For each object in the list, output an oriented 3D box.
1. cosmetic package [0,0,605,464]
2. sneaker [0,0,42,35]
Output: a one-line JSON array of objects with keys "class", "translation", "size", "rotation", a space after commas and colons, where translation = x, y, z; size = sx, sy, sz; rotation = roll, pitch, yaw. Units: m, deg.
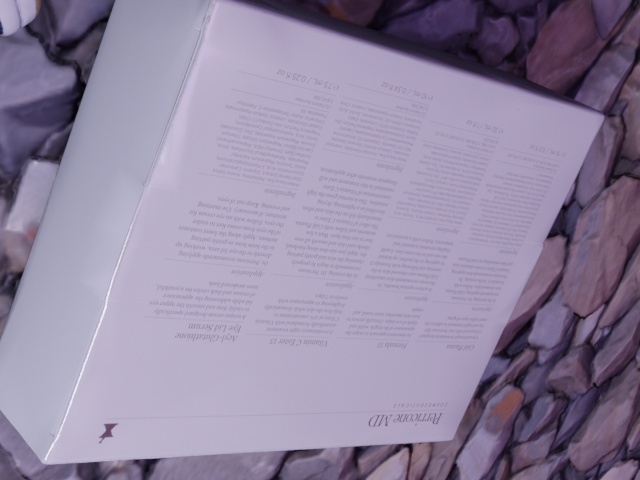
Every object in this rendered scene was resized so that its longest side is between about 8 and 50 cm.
[{"class": "cosmetic package", "translation": [0.000, 0.000, 0.778], "size": [0.377, 0.097, 0.284], "rotation": [7, 109, -45]}, {"class": "sneaker", "translation": [-0.240, -0.156, 0.446], "size": [0.153, 0.099, 0.282], "rotation": [-47, 132, -16]}]
